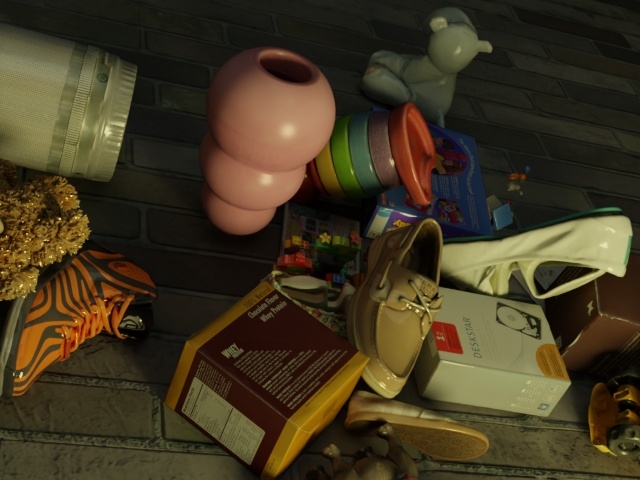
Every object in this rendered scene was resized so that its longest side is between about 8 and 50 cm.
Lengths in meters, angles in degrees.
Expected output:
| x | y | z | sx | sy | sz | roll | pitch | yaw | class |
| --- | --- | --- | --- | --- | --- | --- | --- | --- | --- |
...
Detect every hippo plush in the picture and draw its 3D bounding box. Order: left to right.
| x | y | z | sx | sy | sz | roll | pitch | yaw | class |
| --- | --- | --- | --- | --- | --- | --- | --- | --- | --- |
| 0.231 | -0.397 | 2.197 | 0.234 | 0.236 | 0.294 | 17 | 37 | -9 | hippo plush |

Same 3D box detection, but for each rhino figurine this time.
| x | y | z | sx | sy | sz | roll | pitch | yaw | class |
| --- | --- | --- | --- | --- | --- | --- | --- | --- | --- |
| 0.032 | 0.330 | 1.330 | 0.243 | 0.073 | 0.106 | -14 | 48 | -38 | rhino figurine |

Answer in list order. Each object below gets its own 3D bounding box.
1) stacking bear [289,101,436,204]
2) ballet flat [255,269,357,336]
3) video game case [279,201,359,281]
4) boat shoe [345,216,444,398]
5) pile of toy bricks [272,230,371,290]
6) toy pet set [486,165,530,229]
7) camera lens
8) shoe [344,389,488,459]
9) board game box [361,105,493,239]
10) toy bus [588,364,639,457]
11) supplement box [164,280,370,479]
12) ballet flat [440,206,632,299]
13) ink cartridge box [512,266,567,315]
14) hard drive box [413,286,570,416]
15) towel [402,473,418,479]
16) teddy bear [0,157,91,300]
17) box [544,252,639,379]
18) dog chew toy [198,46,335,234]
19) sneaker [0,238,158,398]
| x | y | z | sx | sy | sz | roll | pitch | yaw | class |
| --- | --- | --- | --- | --- | --- | --- | --- | --- | --- |
| 0.042 | -0.141 | 1.791 | 0.289 | 0.164 | 0.175 | -11 | 38 | 22 | stacking bear |
| 0.012 | 0.101 | 1.598 | 0.241 | 0.077 | 0.091 | 11 | 38 | -18 | ballet flat |
| 0.000 | 0.000 | 1.765 | 0.143 | 0.019 | 0.157 | 16 | 38 | -10 | video game case |
| 0.125 | 0.088 | 1.534 | 0.121 | 0.110 | 0.341 | 40 | 37 | -24 | boat shoe |
| 0.033 | 0.023 | 1.658 | 0.212 | 0.105 | 0.118 | 11 | 57 | -14 | pile of toy bricks |
| 0.375 | -0.070 | 1.978 | 0.114 | 0.122 | 0.065 | -25 | 62 | -27 | toy pet set |
| -0.456 | -0.225 | 1.626 | 0.274 | 0.219 | 0.219 | 13 | 38 | -14 | camera lens |
| 0.143 | 0.267 | 1.463 | 0.219 | 0.076 | 0.058 | 14 | 43 | -9 | shoe |
| 0.201 | -0.113 | 1.963 | 0.233 | 0.078 | 0.347 | 16 | 37 | -11 | board game box |
| 0.573 | 0.296 | 1.599 | 0.211 | 0.220 | 0.149 | 42 | 42 | -28 | toy bus |
| -0.074 | 0.194 | 1.392 | 0.194 | 0.129 | 0.191 | 35 | 38 | 14 | supplement box |
| 0.332 | 0.039 | 1.697 | 0.139 | 0.400 | 0.139 | 21 | 64 | -51 | ballet flat |
| 0.481 | 0.074 | 1.927 | 0.225 | 0.056 | 0.181 | -19 | 51 | -19 | ink cartridge box |
| 0.265 | 0.179 | 1.629 | 0.232 | 0.089 | 0.181 | 10 | 38 | -17 | hard drive box |
| 0.137 | 0.466 | 1.206 | 0.237 | 0.037 | 0.329 | 30 | 46 | 8 | towel |
| -0.426 | -0.033 | 1.310 | 0.245 | 0.113 | 0.338 | 30 | 23 | 4 | teddy bear |
| 0.524 | 0.133 | 1.738 | 0.203 | 0.168 | 0.167 | 16 | 48 | -12 | box |
| -0.105 | -0.145 | 1.622 | 0.206 | 0.332 | 0.206 | 15 | 37 | -12 | dog chew toy |
| -0.322 | 0.105 | 1.371 | 0.180 | 0.124 | 0.321 | 19 | 37 | -5 | sneaker |
